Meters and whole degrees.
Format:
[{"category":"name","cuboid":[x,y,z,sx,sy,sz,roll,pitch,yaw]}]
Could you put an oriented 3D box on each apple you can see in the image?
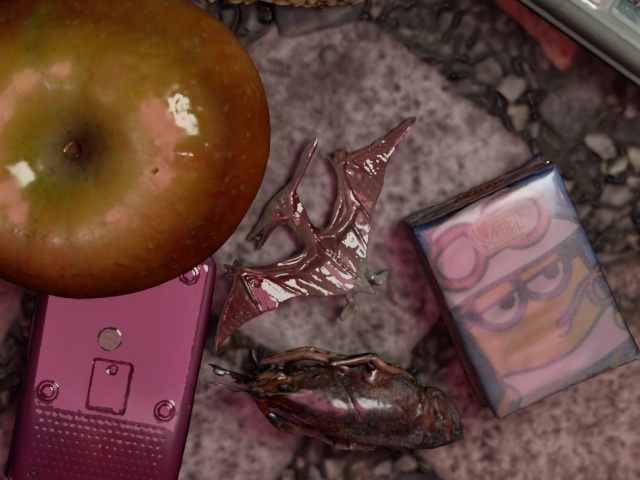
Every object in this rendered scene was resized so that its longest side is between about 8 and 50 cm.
[{"category":"apple","cuboid":[-0.151,-0.069,1.227,0.235,0.173,0.210,17,101,1]}]

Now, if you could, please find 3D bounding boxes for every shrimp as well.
[{"category":"shrimp","cuboid":[0.010,0.111,1.319,0.190,0.073,0.074,7,94,-11]}]

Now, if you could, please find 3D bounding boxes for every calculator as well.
[{"category":"calculator","cuboid":[-0.148,0.091,1.319,0.127,0.034,0.190,10,97,-5]}]

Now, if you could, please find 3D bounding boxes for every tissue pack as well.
[{"category":"tissue pack","cuboid":[0.141,0.033,1.321,0.116,0.065,0.155,-24,99,-3]}]

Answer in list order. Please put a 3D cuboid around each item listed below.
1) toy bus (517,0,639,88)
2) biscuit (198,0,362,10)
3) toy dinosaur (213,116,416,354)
[{"category":"toy bus","cuboid":[0.194,-0.217,1.250,0.276,0.133,0.164,33,97,-10]},{"category":"biscuit","cuboid":[-0.043,-0.199,1.266,0.169,0.070,0.082,5,90,-4]},{"category":"toy dinosaur","cuboid":[0.000,0.000,1.319,0.108,0.032,0.220,43,83,-6]}]
